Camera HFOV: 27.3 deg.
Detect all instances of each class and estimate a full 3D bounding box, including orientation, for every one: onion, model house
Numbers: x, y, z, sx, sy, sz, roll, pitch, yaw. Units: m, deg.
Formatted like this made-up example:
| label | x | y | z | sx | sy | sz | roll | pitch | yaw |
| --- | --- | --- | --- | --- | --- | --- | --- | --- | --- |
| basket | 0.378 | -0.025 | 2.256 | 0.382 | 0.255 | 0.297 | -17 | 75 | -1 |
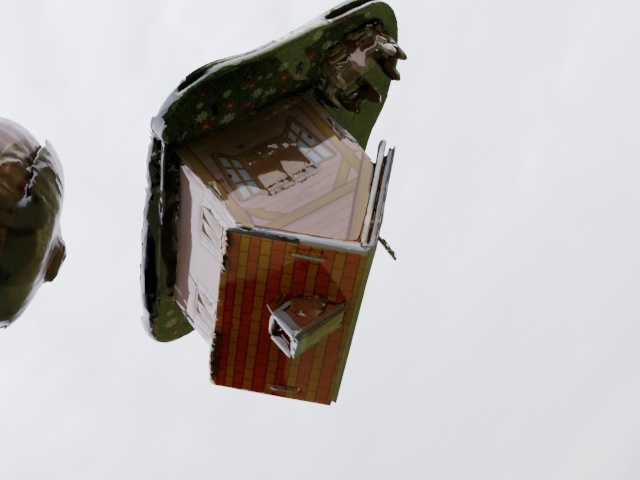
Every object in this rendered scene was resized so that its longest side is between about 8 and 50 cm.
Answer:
| label | x | y | z | sx | sy | sz | roll | pitch | yaw |
| --- | --- | --- | --- | --- | --- | --- | --- | --- | --- |
| onion | -0.357 | -0.010 | 1.365 | 0.246 | 0.190 | 0.246 | -158 | 90 | -81 |
| model house | -0.001 | 0.000 | 0.917 | 0.207 | 0.154 | 0.294 | -28 | -27 | -26 |
